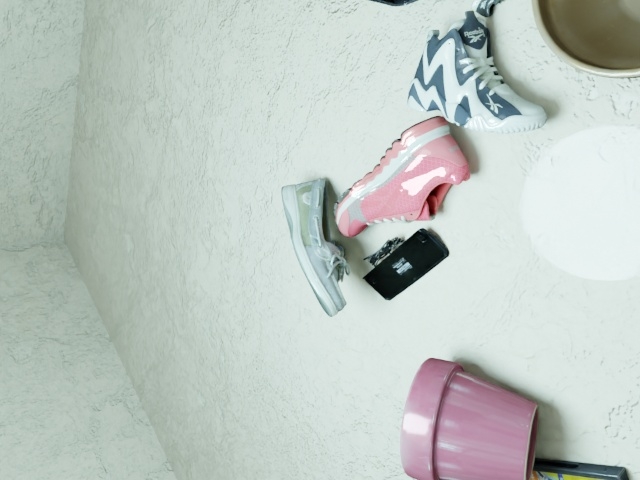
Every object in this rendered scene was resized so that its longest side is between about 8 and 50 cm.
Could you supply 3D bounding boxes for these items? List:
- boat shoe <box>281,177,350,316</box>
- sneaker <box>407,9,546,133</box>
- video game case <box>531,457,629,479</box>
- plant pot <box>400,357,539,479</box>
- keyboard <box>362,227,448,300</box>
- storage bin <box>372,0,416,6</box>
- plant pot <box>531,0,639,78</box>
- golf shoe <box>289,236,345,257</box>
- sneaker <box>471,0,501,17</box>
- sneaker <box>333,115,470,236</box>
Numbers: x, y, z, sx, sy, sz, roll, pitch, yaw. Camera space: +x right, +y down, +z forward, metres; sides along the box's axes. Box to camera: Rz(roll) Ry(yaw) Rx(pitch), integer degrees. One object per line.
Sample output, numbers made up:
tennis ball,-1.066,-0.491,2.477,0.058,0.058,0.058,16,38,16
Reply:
boat shoe,0.000,0.000,0.977,0.118,0.102,0.321,67,-176,-50
sneaker,0.235,-0.255,0.724,0.235,0.093,0.153,39,135,47
video game case,0.393,0.491,0.779,0.248,0.035,0.275,-21,83,49
plant pot,0.249,0.307,0.791,0.180,0.201,0.202,6,104,30
keyboard,0.157,0.035,0.941,0.100,0.038,0.192,45,132,1
storage bin,0.152,-0.439,0.750,0.180,0.122,0.085,4,103,47
plant pot,0.376,-0.303,0.545,0.237,0.109,0.238,14,109,46
golf shoe,-0.027,0.018,1.091,0.176,0.085,0.069,19,115,46
sneaker,0.262,-0.371,0.720,0.035,0.031,0.083,46,135,13
sneaker,0.135,-0.072,0.868,0.136,0.115,0.314,56,137,12
